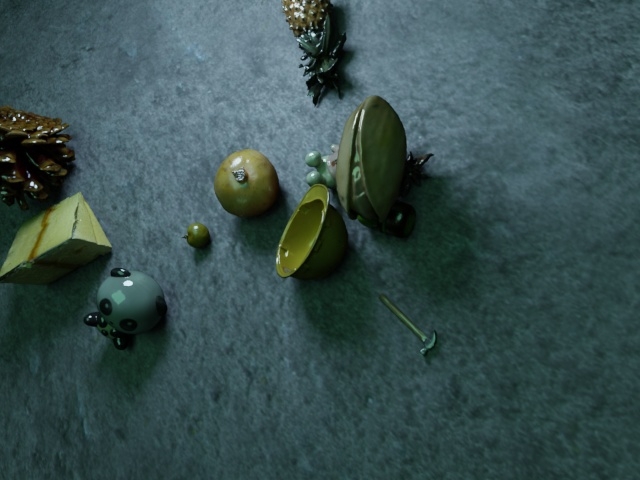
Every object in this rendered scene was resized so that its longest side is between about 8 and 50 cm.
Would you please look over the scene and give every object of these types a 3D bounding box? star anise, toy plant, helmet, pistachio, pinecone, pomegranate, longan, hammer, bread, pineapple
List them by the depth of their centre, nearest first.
[{"bbox_3d":[0.117,-0.190,1.151,0.162,0.181,0.293,10,91,24],"label":"pistachio"},{"bbox_3d":[0.208,0.191,1.185,0.062,0.017,0.182,-47,61,5],"label":"hammer"},{"bbox_3d":[0.154,-0.069,1.243,0.162,0.092,0.093,23,85,28],"label":"toy plant"},{"bbox_3d":[0.223,-0.165,1.250,0.124,0.056,0.129,6,115,-8],"label":"star anise"},{"bbox_3d":[0.000,0.000,1.264,0.257,0.140,0.205,-62,27,3],"label":"helmet"},{"bbox_3d":[-0.209,-0.161,1.382,0.191,0.191,0.192,-7,72,22],"label":"pomegranate"},{"bbox_3d":[-0.007,-0.587,1.449,0.165,0.165,0.365,-19,77,18],"label":"pineapple"},{"bbox_3d":[-0.374,-0.015,1.471,0.075,0.083,0.075,8,100,58],"label":"longan"},{"bbox_3d":[-0.928,-0.035,1.653,0.345,0.242,0.405,-36,67,7],"label":"bread"},{"bbox_3d":[-1.060,-0.278,1.724,0.383,0.384,0.385,-7,72,22],"label":"pinecone"}]

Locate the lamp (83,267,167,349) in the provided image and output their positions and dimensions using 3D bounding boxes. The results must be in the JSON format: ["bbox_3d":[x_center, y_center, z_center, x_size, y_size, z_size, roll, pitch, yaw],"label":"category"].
[{"bbox_3d":[-0.572,0.198,1.445,0.244,0.197,0.198,-45,61,24],"label":"lamp"}]

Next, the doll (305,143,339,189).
[{"bbox_3d":[0.092,-0.214,1.311,0.274,0.113,0.155,-18,65,11],"label":"doll"}]
